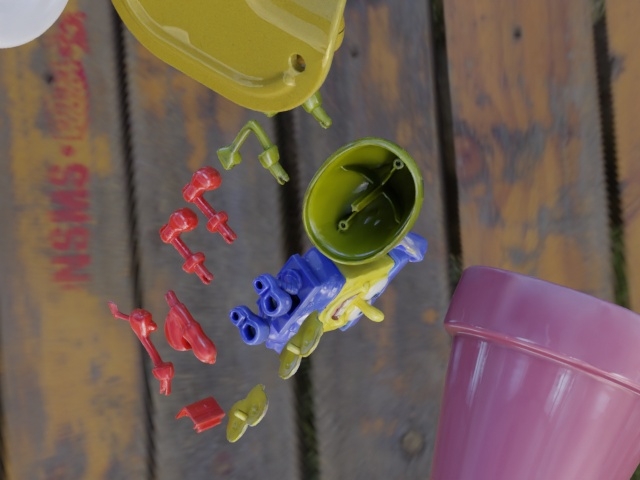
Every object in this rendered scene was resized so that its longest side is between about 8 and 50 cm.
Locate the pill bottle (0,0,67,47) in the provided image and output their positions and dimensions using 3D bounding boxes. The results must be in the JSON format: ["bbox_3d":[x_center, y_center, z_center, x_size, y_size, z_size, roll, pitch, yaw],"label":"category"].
[{"bbox_3d":[-0.244,-0.181,1.110,0.180,0.108,0.108,14,89,40],"label":"pill bottle"}]

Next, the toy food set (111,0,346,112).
[{"bbox_3d":[-0.062,-0.169,1.098,0.218,0.071,0.128,32,133,22],"label":"toy food set"}]

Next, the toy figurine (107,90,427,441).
[{"bbox_3d":[0.000,0.000,1.664,0.191,0.217,0.362,48,123,18],"label":"toy figurine"}]

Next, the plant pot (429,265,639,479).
[{"bbox_3d":[0.173,0.137,1.409,0.201,0.201,0.180,21,83,6],"label":"plant pot"}]
